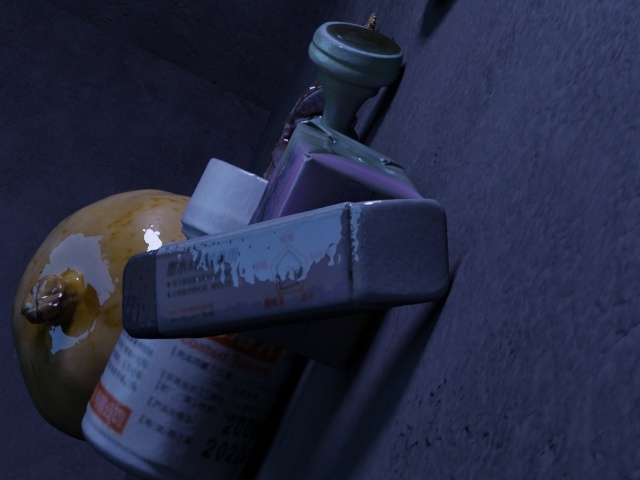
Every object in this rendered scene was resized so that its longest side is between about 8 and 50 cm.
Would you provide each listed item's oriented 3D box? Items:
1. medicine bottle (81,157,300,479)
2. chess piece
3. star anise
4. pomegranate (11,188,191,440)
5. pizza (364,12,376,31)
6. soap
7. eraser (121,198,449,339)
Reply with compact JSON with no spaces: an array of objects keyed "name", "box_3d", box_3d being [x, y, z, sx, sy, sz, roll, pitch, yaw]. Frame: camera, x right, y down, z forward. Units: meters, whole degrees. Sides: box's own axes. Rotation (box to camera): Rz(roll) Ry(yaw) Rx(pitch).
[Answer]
[{"name":"medicine bottle","box_3d":[-0.124,0.106,1.220,0.372,0.211,0.211,-65,9,0]},{"name":"chess piece","box_3d":[0.026,-0.179,1.503,0.139,0.139,0.272,-81,6,-62]},{"name":"star anise","box_3d":[-0.023,-0.161,1.721,0.315,0.108,0.315,-58,10,17]},{"name":"pomegranate","box_3d":[-0.270,0.119,1.478,0.412,0.411,0.411,-62,9,18]},{"name":"pizza","box_3d":[0.086,-0.377,1.942,0.099,0.029,0.100,113,178,-50]},{"name":"soap","box_3d":[0.000,0.000,1.016,0.199,0.138,0.182,-63,9,13]},{"name":"eraser","box_3d":[-0.047,0.031,0.876,0.352,0.061,0.089,-11,77,40]}]
